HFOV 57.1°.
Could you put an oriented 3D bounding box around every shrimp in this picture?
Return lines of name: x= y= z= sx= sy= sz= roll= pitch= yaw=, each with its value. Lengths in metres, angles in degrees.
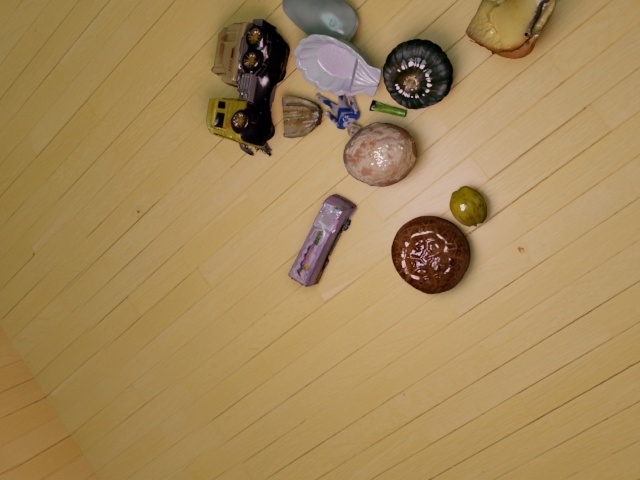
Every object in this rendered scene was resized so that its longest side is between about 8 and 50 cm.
shrimp: x=-0.232 y=-0.337 z=2.078 sx=0.161 sy=0.034 sz=0.091 roll=45 pitch=112 yaw=18

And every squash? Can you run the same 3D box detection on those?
squash: x=0.295 y=-0.502 z=1.782 sx=0.218 sy=0.172 sz=0.218 roll=3 pitch=105 yaw=11

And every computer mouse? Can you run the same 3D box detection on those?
computer mouse: x=-0.005 y=-0.741 z=1.906 sx=0.288 sy=0.097 sz=0.159 roll=42 pitch=111 yaw=10

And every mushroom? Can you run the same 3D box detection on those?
mushroom: x=0.347 y=0.044 z=1.853 sx=0.253 sy=0.153 sz=0.253 roll=0 pitch=90 yaw=13

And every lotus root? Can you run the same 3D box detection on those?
lotus root: x=-0.057 y=-0.413 z=1.982 sx=0.144 sy=0.070 sz=0.143 roll=6 pitch=93 yaw=24

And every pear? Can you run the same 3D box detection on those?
pear: x=0.455 y=-0.103 z=1.813 sx=0.107 sy=0.107 sz=0.131 roll=-25 pitch=84 yaw=21

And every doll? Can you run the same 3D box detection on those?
doll: x=0.079 y=-0.420 z=1.937 sx=0.114 sy=0.057 sz=0.227 roll=-36 pitch=81 yaw=17

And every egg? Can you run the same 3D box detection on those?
egg: x=0.185 y=-0.268 z=1.844 sx=0.245 sy=0.203 sz=0.203 roll=-1 pitch=97 yaw=30

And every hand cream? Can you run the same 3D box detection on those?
hand cream: x=0.219 y=-0.424 z=1.901 sx=0.122 sy=0.023 sz=0.036 roll=19 pitch=93 yaw=18

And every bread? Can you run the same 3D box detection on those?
bread: x=0.553 y=-0.619 z=1.682 sx=0.204 sy=0.163 sz=0.262 roll=-60 pitch=34 yaw=18

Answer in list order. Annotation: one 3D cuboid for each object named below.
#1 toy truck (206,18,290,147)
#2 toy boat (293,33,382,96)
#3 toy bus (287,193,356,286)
toy truck: x=-0.256 y=-0.526 z=1.968 sx=0.254 sy=0.181 sz=0.405 roll=13 pitch=95 yaw=29
toy boat: x=0.061 y=-0.559 z=1.859 sx=0.290 sy=0.100 sz=0.199 roll=28 pitch=144 yaw=10
toy bus: x=0.000 y=0.000 z=1.977 sx=0.112 sy=0.138 sz=0.316 roll=29 pitch=108 yaw=13
